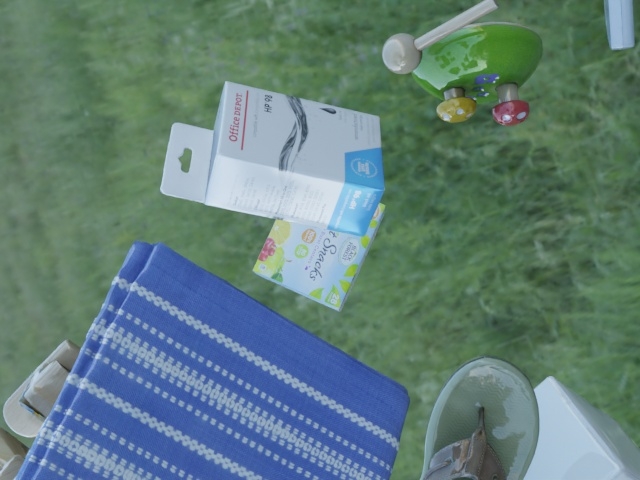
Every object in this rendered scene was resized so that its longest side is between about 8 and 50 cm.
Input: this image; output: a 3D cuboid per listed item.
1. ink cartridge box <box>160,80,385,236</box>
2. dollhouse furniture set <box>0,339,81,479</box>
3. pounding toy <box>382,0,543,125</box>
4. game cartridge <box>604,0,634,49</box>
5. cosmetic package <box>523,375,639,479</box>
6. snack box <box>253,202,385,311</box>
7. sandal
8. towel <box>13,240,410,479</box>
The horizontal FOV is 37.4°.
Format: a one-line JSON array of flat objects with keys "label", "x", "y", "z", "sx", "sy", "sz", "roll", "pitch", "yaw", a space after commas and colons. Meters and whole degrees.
[{"label": "ink cartridge box", "x": -0.040, "y": -0.074, "z": 0.816, "sx": 0.104, "sy": 0.180, "sz": 0.060, "roll": -91, "pitch": 16, "yaw": -46}, {"label": "dollhouse furniture set", "x": -0.268, "y": 0.384, "z": 1.100, "sx": 0.394, "sy": 0.256, "sz": 0.362, "roll": 43, "pitch": -170, "yaw": -16}, {"label": "pounding toy", "x": 0.205, "y": -0.213, "z": 1.271, "sx": 0.237, "sy": 0.183, "sz": 0.110, "roll": 17, "pitch": -116, "yaw": -57}, {"label": "game cartridge", "x": 0.183, "y": -0.149, "z": 0.582, "sx": 0.083, "sy": 0.017, "sz": 0.056, "roll": -64, "pitch": -30, "yaw": -60}, {"label": "cosmetic package", "x": 0.219, "y": 0.406, "z": 1.236, "sx": 0.230, "sy": 0.453, "sz": 0.161, "roll": 34, "pitch": -163, "yaw": -45}, {"label": "snack box", "x": 0.000, "y": 0.000, "z": 1.713, "sx": 0.070, "sy": 0.174, "sz": 0.207, "roll": 67, "pitch": -133, "yaw": -81}, {"label": "sandal", "x": 0.151, "y": 0.270, "z": 0.991, "sx": 0.086, "sy": 0.120, "sz": 0.303, "roll": 121, "pitch": 171, "yaw": -86}, {"label": "towel", "x": -0.083, "y": 0.189, "z": 0.605, "sx": 0.243, "sy": 0.336, "sz": 0.040, "roll": 32, "pitch": 150, "yaw": -17}]
